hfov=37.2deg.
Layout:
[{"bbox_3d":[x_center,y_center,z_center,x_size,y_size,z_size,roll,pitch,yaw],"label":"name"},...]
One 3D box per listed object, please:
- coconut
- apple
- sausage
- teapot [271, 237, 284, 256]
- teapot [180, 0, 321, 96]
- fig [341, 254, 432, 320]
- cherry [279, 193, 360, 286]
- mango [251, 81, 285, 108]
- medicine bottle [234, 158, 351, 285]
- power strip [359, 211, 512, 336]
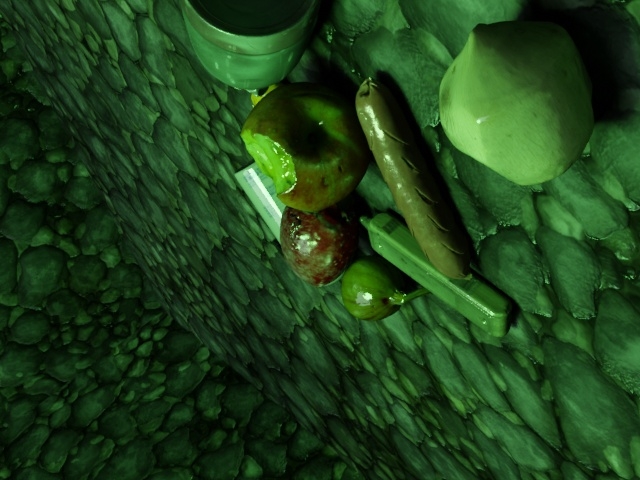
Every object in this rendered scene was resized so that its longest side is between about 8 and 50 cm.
[{"bbox_3d":[0.249,-0.187,1.232,0.224,0.224,0.224,43,158,23],"label":"coconut"},{"bbox_3d":[-0.032,-0.166,1.779,0.246,0.246,0.226,50,160,5],"label":"apple"},{"bbox_3d":[0.169,-0.095,1.707,0.088,0.088,0.433,13,137,59],"label":"sausage"},{"bbox_3d":[-0.040,0.026,2.348,0.177,0.087,0.096,23,150,52],"label":"teapot"},{"bbox_3d":[-0.134,-0.419,1.674,0.312,0.233,0.315,111,149,-72],"label":"teapot"},{"bbox_3d":[0.129,0.116,2.052,0.186,0.148,0.142,45,122,59],"label":"fig"},{"bbox_3d":[0.000,0.000,2.039,0.192,0.175,0.249,-104,14,-52],"label":"cherry"},{"bbox_3d":[-0.084,-0.271,1.983,0.101,0.066,0.187,15,144,46],"label":"mango"},{"bbox_3d":[-0.052,-0.047,2.184,0.341,0.130,0.130,56,159,-10],"label":"medicine bottle"},{"bbox_3d":[0.221,0.053,1.877,0.387,0.066,0.092,37,156,29],"label":"power strip"}]
